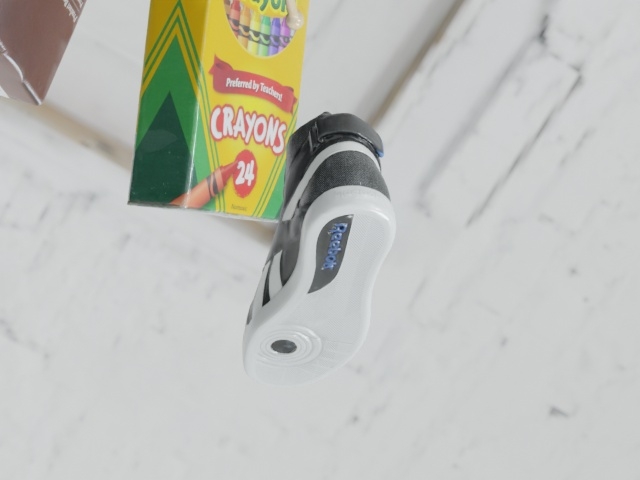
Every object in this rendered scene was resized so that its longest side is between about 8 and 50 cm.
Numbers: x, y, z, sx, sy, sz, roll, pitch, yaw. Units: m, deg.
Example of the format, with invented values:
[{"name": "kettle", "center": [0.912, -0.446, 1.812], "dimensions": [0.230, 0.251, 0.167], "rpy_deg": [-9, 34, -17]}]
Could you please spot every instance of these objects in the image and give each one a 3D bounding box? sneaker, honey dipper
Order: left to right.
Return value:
[{"name": "honey dipper", "center": [-0.034, -0.249, 1.443], "dimensions": [0.161, 0.030, 0.030], "rpy_deg": [73, 33, -54]}, {"name": "sneaker", "center": [0.000, 0.000, 1.104], "dimensions": [0.217, 0.079, 0.121], "rpy_deg": [117, -23, -47]}]

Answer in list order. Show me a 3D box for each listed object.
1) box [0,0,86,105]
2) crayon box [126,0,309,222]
[{"name": "box", "center": [-0.271, -0.342, 1.501], "dimensions": [0.191, 0.143, 0.381], "rpy_deg": [75, 33, -71]}, {"name": "crayon box", "center": [-0.101, -0.185, 1.691], "dimensions": [0.202, 0.081, 0.319], "rpy_deg": [6, 90, -60]}]
